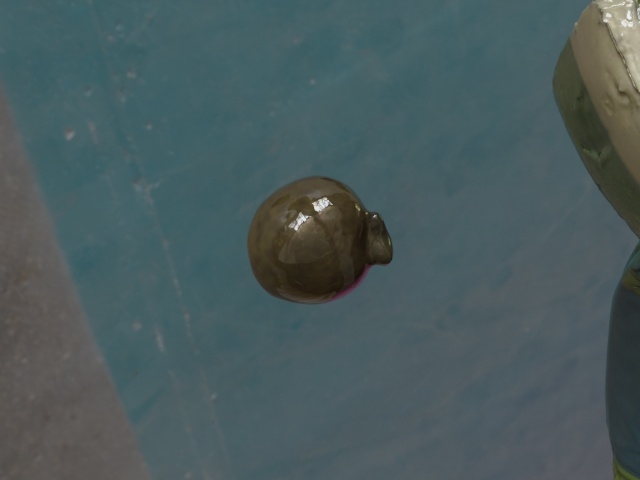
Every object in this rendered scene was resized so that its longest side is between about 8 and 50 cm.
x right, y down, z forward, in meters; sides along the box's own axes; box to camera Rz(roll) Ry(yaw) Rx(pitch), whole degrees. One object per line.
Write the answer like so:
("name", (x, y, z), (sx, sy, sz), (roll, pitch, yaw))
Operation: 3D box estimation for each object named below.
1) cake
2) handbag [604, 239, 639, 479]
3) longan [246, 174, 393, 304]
("cake", (0.313, -0.153, 0.889), (0.283, 0.172, 0.158), (-42, 172, -10))
("handbag", (0.402, 0.119, 1.095), (0.222, 0.263, 0.241), (-49, 140, -59))
("longan", (0.000, 0.000, 0.955), (0.119, 0.106, 0.106), (0, 130, 1))
